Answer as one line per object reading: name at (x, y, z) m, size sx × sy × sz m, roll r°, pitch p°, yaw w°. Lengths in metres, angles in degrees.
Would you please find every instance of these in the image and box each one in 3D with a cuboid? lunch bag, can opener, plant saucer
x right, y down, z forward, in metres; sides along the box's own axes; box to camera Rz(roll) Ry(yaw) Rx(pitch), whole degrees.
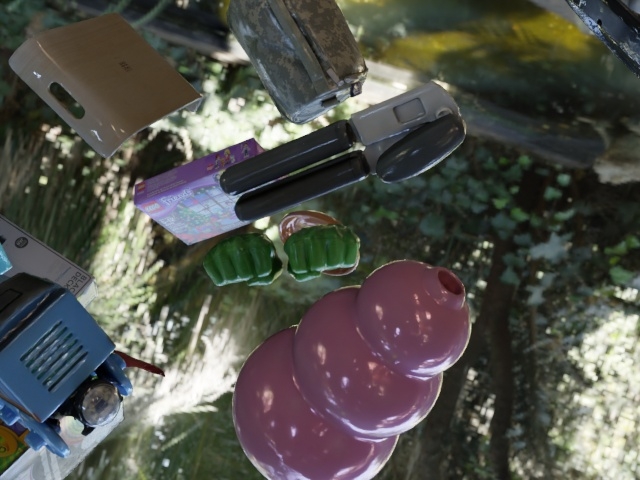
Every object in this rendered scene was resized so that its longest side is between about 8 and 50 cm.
lunch bag at (-0.044, -0.389, 1.634) m, size 0.305 × 0.212 × 0.256 m, roll 61°, pitch -175°, yaw -3°
can opener at (0.019, -0.085, 0.891) m, size 0.283 × 0.076 × 0.095 m, roll -20°, pitch -159°, yaw 17°
plant saucer at (0.000, 0.000, 1.857) m, size 0.200 × 0.037 × 0.200 m, roll 21°, pitch 145°, yaw 15°

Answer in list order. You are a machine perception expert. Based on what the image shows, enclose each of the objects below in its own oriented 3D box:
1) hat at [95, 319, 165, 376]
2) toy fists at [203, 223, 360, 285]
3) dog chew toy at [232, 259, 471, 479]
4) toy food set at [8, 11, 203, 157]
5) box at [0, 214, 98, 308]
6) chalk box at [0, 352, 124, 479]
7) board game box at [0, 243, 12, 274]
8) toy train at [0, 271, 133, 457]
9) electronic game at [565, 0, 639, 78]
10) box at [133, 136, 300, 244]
hat at (-0.415, 0.156, 1.492) m, size 0.183 × 0.173 × 0.208 m, roll -19°, pitch 141°, yaw 6°
toy fists at (-0.068, 0.026, 1.460) m, size 0.279 × 0.096 × 0.142 m, roll -6°, pitch -179°, yaw 4°
dog chew toy at (0.042, 0.146, 0.938) m, size 0.206 × 0.332 × 0.207 m, roll 27°, pitch -145°, yaw -21°
toy food set at (-0.358, -0.268, 1.422) m, size 0.220 × 0.092 × 0.306 m, roll 45°, pitch -149°, yaw -3°
box at (-0.647, 0.080, 1.783) m, size 0.290 × 0.169 × 0.087 m, roll 33°, pitch 150°, yaw 10°
chalk box at (-0.429, 0.249, 1.106) m, size 0.179 × 0.180 × 0.289 m, roll 33°, pitch -129°, yaw 16°
board game box at (-0.704, -0.103, 1.483) m, size 0.253 × 0.079 × 0.336 m, roll 36°, pitch 150°, yaw 28°
toy train at (-0.198, 0.071, 0.541) m, size 0.184 × 0.080 × 0.105 m, roll 11°, pitch 137°, yaw 47°
electronic game at (0.360, -0.234, 0.948) m, size 0.229 × 0.048 × 0.229 m, roll 39°, pitch -160°, yaw -17°
box at (-0.215, -0.096, 1.736) m, size 0.293 × 0.057 × 0.201 m, roll -19°, pitch 146°, yaw 20°
